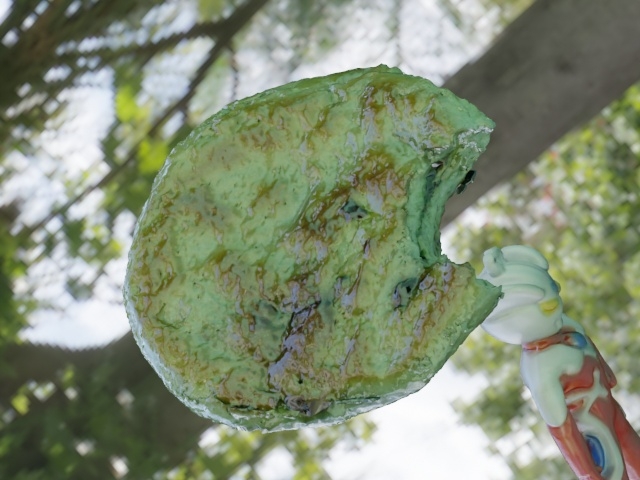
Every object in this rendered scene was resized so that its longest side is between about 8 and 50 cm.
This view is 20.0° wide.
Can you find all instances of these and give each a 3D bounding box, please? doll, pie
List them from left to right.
[{"bbox_3d":[-0.007,0.001,1.281,0.067,0.302,0.302,42,-154,-55],"label":"pie"},{"bbox_3d":[0.262,0.158,1.866,0.384,0.099,0.188,53,-155,-23],"label":"doll"}]
